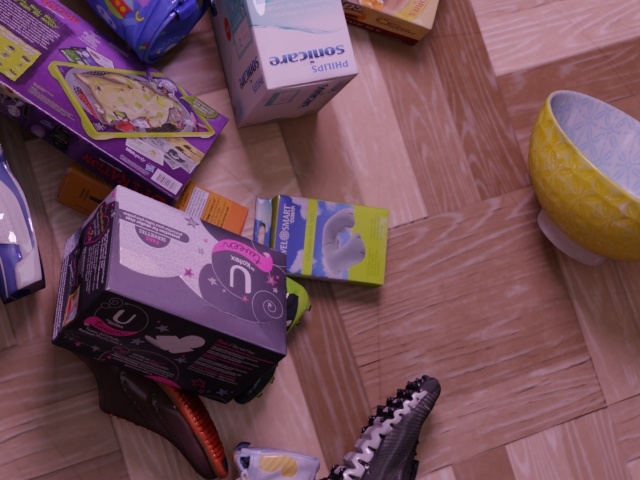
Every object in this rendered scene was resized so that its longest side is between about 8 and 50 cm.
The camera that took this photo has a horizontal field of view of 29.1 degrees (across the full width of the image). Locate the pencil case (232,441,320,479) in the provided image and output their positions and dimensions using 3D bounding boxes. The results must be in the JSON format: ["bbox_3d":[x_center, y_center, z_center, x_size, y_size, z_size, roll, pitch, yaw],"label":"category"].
[{"bbox_3d":[-0.067,0.392,1.543,0.114,0.124,0.273,2,82,19],"label":"pencil case"}]

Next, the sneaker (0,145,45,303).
[{"bbox_3d":[-0.464,-0.055,1.515,0.182,0.127,0.315,-21,81,-13],"label":"sneaker"}]

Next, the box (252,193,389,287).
[{"bbox_3d":[0.000,0.000,1.661,0.178,0.042,0.109,7,80,-15],"label":"box"}]

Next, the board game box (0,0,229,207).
[{"bbox_3d":[-0.297,-0.189,1.549,0.347,0.056,0.208,34,41,-7],"label":"board game box"}]

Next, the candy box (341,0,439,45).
[{"bbox_3d":[0.096,-0.453,1.727,0.183,0.087,0.316,17,78,-12],"label":"candy box"}]

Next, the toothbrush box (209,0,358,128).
[{"bbox_3d":[-0.066,-0.316,1.599,0.126,0.216,0.295,-13,87,-16],"label":"toothbrush box"}]

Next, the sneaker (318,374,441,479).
[{"bbox_3d":[0.094,0.287,1.630,0.106,0.078,0.234,43,78,-9],"label":"sneaker"}]

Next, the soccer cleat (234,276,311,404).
[{"bbox_3d":[-0.077,0.127,1.607,0.072,0.060,0.179,42,66,-34],"label":"soccer cleat"}]

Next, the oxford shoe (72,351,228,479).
[{"bbox_3d":[-0.218,0.203,1.560,0.098,0.097,0.271,-37,86,1],"label":"oxford shoe"}]

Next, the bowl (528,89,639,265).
[{"bbox_3d":[0.388,-0.058,1.695,0.289,0.289,0.156,29,119,-9],"label":"bowl"}]

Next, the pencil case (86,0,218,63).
[{"bbox_3d":[-0.276,-0.371,1.587,0.306,0.133,0.119,47,53,-1],"label":"pencil case"}]

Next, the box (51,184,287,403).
[{"bbox_3d":[-0.175,0.066,1.493,0.247,0.142,0.163,24,45,-29],"label":"box"}]

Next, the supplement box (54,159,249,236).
[{"bbox_3d":[-0.215,-0.046,1.581,0.233,0.078,0.080,24,49,-12],"label":"supplement box"}]
